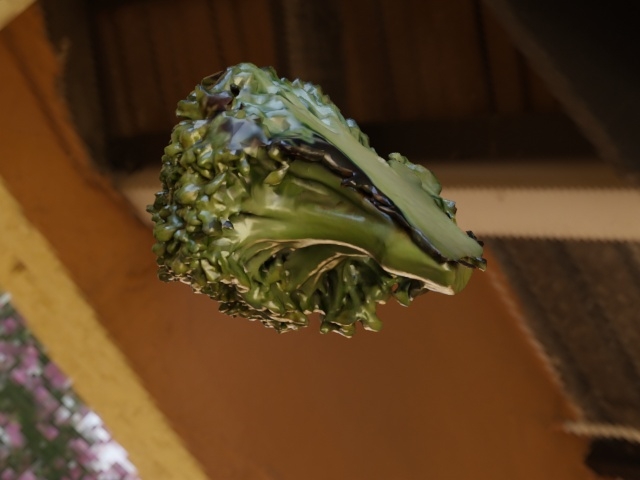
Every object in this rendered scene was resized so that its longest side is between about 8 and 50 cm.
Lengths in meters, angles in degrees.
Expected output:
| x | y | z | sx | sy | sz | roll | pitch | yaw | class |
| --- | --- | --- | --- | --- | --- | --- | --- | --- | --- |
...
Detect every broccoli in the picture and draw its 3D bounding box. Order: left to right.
| x | y | z | sx | sy | sz | roll | pitch | yaw | class |
| --- | --- | --- | --- | --- | --- | --- | --- | --- | --- |
| -0.014 | 0.004 | 1.251 | 0.242 | 0.180 | 0.273 | 12 | 29 | -52 | broccoli |
